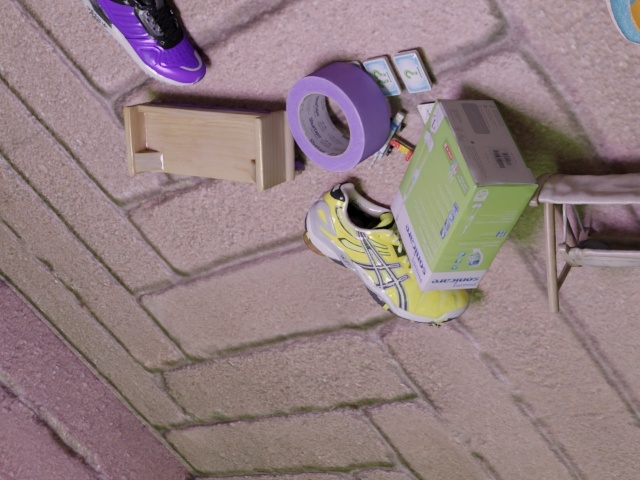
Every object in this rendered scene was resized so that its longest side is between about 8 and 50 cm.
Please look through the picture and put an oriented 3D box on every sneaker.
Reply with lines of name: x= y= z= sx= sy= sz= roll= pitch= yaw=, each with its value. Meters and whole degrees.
sneaker: x=-0.330 y=-0.427 z=1.734 sx=0.293 sy=0.102 sz=0.146 roll=41 pitch=140 yaw=-7
sneaker: x=0.144 y=0.031 z=1.833 sx=0.384 sy=0.145 sz=0.147 roll=33 pitch=142 yaw=0

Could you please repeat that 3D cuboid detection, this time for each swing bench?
swing bench: x=0.511 y=-0.012 z=1.514 sx=0.253 sy=0.165 sz=0.255 roll=4 pitch=127 yaw=34

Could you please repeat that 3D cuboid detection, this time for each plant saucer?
plant saucer: x=0.000 y=0.000 z=2.004 sx=0.083 sy=0.015 sz=0.083 roll=20 pitch=140 yaw=18

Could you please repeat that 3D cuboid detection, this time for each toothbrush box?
toothbrush box: x=0.240 y=-0.076 z=1.576 sx=0.122 sy=0.206 sz=0.283 roll=-1 pitch=140 yaw=-20

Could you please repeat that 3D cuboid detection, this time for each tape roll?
tape roll: x=0.031 y=-0.228 z=1.660 sx=0.189 sy=0.080 sz=0.189 roll=27 pitch=135 yaw=31

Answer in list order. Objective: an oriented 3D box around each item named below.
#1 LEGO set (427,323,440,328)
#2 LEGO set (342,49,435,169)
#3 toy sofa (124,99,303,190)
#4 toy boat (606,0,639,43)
LEGO set: x=0.246 y=0.168 z=1.993 sx=0.054 sy=0.023 sz=0.083 roll=-4 pitch=127 yaw=38
LEGO set: x=0.140 y=-0.221 z=1.648 sx=0.182 sy=0.060 sz=0.244 roll=0 pitch=130 yaw=41
toy sofa: x=-0.218 y=-0.209 z=1.869 sx=0.362 sy=0.177 sz=0.150 roll=9 pitch=110 yaw=29
toy boat: x=0.427 y=-0.387 z=1.195 sx=0.318 sy=0.148 sz=0.267 roll=31 pitch=141 yaw=5
